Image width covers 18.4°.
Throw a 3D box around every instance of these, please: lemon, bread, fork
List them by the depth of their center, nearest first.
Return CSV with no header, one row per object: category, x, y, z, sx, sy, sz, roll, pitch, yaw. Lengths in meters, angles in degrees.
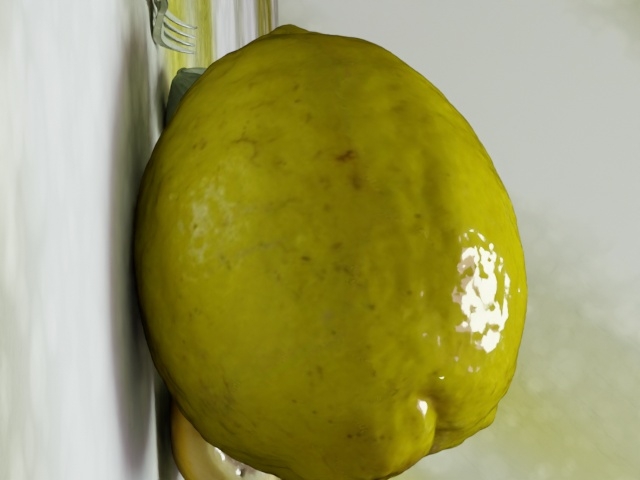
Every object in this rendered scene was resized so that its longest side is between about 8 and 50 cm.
lemon,0.001,0.006,1.334,0.285,0.285,0.316,45,23,-88
fork,-0.120,-0.184,1.421,0.219,0.028,0.034,70,25,-73
bread,-0.069,0.121,1.576,0.305,0.091,0.142,-82,178,-82

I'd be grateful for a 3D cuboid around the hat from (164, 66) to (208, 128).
hat,-0.060,-0.095,1.567,0.166,0.122,0.081,20,48,-59
